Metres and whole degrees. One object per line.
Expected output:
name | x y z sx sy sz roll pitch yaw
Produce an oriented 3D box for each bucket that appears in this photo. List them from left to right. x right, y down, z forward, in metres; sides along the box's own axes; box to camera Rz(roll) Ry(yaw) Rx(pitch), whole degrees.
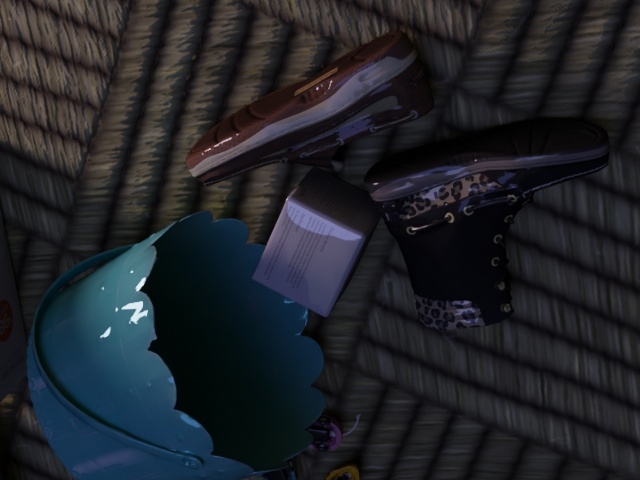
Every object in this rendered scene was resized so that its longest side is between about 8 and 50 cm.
bucket | -0.146 0.124 1.496 0.183 0.281 0.281 -25 104 28

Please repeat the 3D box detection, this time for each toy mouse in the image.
toy mouse | -0.018 0.230 1.632 0.143 0.031 0.161 27 117 2

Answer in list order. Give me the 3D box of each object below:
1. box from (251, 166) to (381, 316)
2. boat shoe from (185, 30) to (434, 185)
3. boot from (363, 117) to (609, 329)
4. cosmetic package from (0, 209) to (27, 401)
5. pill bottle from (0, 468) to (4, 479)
box | 0.000 0.000 1.489 0.087 0.102 0.101 27 116 5
boat shoe | -0.008 -0.102 1.455 0.257 0.095 0.095 -25 110 23
boot | 0.176 -0.014 1.451 0.236 0.085 0.179 -11 115 17
cosmetic package | -0.426 0.086 1.488 0.097 0.377 0.285 2 114 15
pill bottle | -0.431 0.320 1.709 0.162 0.162 0.279 -4 111 17
